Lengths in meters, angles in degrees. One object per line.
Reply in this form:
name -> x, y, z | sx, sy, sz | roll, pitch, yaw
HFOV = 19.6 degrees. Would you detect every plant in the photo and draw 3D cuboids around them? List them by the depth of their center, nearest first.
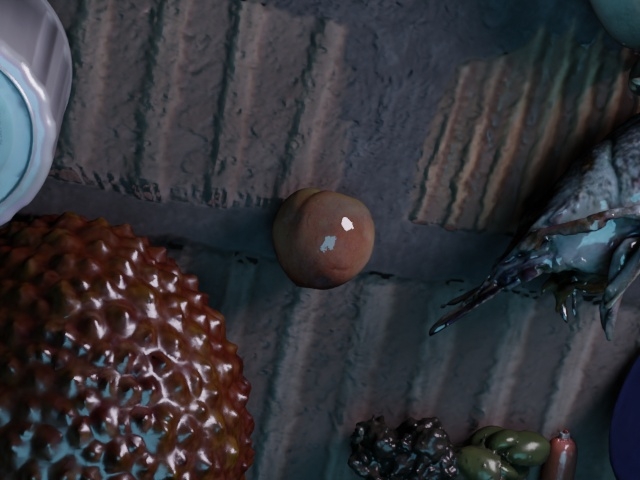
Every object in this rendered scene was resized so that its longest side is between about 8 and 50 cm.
plant -> 0.104, 0.181, 1.524 | 0.174, 0.087, 0.085 | 4, 143, -15

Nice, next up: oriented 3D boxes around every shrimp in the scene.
shrimp -> 0.258, -0.012, 1.433 | 0.372, 0.172, 0.137 | -43, 116, -1

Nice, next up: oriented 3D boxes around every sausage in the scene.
sausage -> 0.194, 0.265, 1.590 | 0.029, 0.029, 0.223 | 4, 108, -11

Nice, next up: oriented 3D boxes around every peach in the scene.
peach -> 0.002, -0.001, 1.439 | 0.083, 0.083, 0.083 | -3, 109, -9

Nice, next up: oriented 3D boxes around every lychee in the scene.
lychee -> -0.184, 0.131, 1.355 | 0.275, 0.276, 0.304 | -6, 89, -8

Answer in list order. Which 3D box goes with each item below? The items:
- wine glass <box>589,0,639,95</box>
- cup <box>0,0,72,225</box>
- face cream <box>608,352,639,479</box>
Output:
wine glass -> 0.250, -0.213, 1.392 | 0.111, 0.111, 0.204 | -24, 114, -1
cup -> -0.259, -0.074, 1.303 | 0.166, 0.202, 0.221 | -1, 108, -7
face cream -> 0.393, 0.166, 1.473 | 0.225, 0.249, 0.249 | 38, 99, -20
